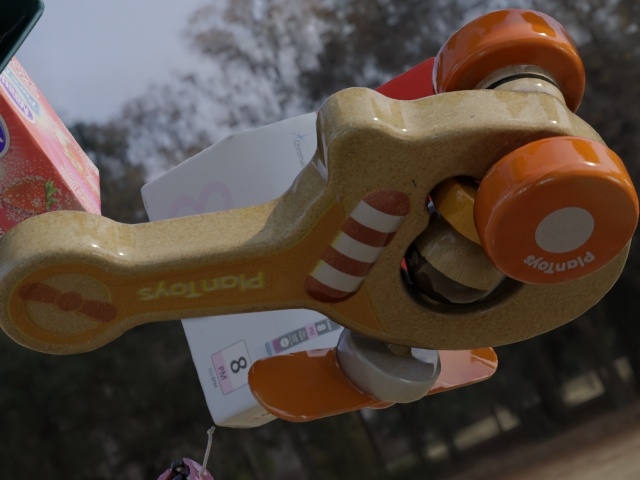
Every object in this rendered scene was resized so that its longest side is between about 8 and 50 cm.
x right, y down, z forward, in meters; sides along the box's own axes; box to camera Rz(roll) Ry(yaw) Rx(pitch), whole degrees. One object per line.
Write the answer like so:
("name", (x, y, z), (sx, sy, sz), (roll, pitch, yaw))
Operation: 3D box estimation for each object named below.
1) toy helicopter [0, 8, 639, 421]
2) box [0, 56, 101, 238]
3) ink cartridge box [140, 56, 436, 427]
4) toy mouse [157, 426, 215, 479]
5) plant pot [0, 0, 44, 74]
("toy helicopter", (-0.003, 0.017, 0.997), (0.355, 0.140, 0.235), (-7, -45, -6))
("box", (-0.343, -0.113, 1.643), (0.154, 0.300, 0.142), (-30, 26, 5))
("ink cartridge box", (0.000, 0.000, 1.234), (0.232, 0.189, 0.066), (-30, -21, 30))
("toy mouse", (-0.101, 0.214, 1.263), (0.031, 0.161, 0.143), (19, -22, -31))
("plant pot", (-0.309, -0.094, 1.104), (0.165, 0.165, 0.234), (-61, 14, -25))
